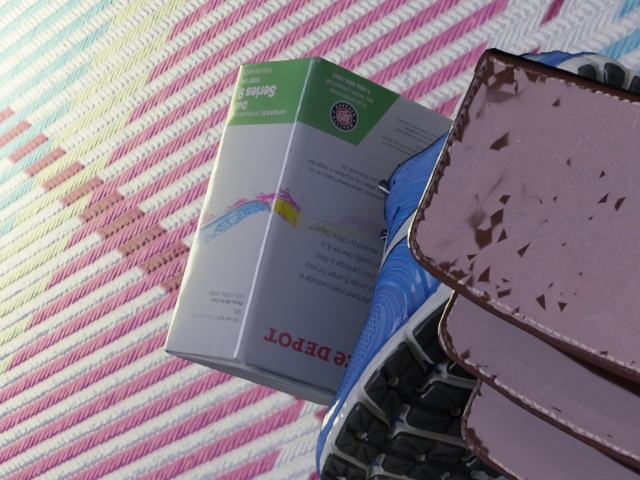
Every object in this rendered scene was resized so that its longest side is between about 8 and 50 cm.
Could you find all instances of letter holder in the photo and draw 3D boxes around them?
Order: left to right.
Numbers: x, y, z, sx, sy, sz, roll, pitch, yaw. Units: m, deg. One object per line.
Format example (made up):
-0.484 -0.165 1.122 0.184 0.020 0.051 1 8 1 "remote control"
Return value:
0.194 0.060 0.910 0.302 0.152 0.214 22 87 35 "letter holder"

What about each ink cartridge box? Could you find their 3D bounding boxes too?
0.000 0.000 1.238 0.093 0.154 0.212 0 74 50 "ink cartridge box"

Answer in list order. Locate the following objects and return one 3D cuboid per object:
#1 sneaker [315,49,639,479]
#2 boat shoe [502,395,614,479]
0.095 0.025 1.163 0.330 0.130 0.147 -60 25 6 "sneaker"
0.157 0.174 1.040 0.105 0.089 0.285 -2 73 29 "boat shoe"
